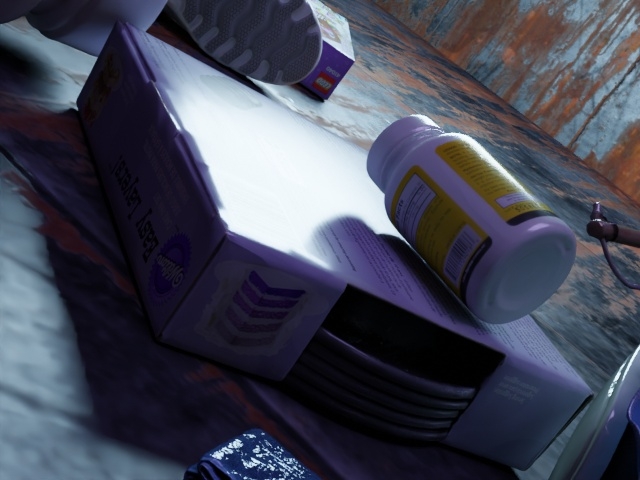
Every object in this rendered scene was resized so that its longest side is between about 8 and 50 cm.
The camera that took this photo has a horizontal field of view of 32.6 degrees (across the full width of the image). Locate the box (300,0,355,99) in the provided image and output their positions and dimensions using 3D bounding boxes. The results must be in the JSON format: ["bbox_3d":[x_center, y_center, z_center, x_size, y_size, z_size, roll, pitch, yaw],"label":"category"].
[{"bbox_3d":[-0.061,-0.268,1.269,0.201,0.057,0.293,33,16,-11],"label":"box"}]

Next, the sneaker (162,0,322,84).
[{"bbox_3d":[-0.114,-0.253,1.035,0.281,0.105,0.115,37,10,-6],"label":"sneaker"}]

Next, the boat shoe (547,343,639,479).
[{"bbox_3d":[0.183,0.114,0.579,0.091,0.114,0.302,35,16,17],"label":"boat shoe"}]

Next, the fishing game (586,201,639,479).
[{"bbox_3d":[0.176,0.118,0.444,0.189,0.041,0.264,15,62,-53],"label":"fishing game"}]

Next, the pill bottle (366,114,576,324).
[{"bbox_3d":[0.074,-0.016,0.574,0.065,0.065,0.116,18,25,-47],"label":"pill bottle"}]

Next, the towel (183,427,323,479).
[{"bbox_3d":[0.006,0.112,0.373,0.119,0.029,0.067,39,16,14],"label":"towel"}]

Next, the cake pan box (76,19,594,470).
[{"bbox_3d":[0.000,0.000,0.615,0.246,0.070,0.267,22,20,-33],"label":"cake pan box"}]

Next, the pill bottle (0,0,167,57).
[{"bbox_3d":[-0.220,-0.222,0.617,0.283,0.161,0.161,22,21,-37],"label":"pill bottle"}]
